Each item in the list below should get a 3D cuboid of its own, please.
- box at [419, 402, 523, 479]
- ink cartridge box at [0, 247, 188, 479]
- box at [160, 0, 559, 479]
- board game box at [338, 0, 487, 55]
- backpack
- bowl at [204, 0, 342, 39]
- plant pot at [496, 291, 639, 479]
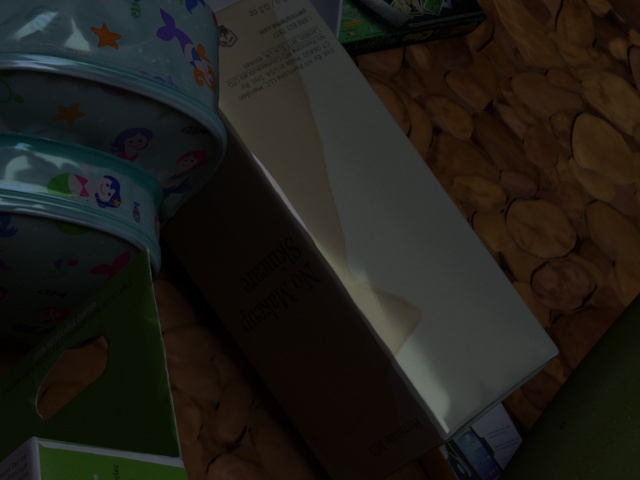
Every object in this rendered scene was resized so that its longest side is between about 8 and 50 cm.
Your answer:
[{"bbox_3d":[0.110,0.153,1.248,0.081,0.028,0.136,-13,66,-42],"label":"box"},{"bbox_3d":[-0.160,0.149,0.920,0.097,0.189,0.255,13,52,-37],"label":"ink cartridge box"},{"bbox_3d":[0.000,0.000,1.152,0.121,0.148,0.311,-31,83,-37],"label":"box"},{"bbox_3d":[0.018,-0.219,1.449,0.260,0.030,0.136,-15,72,-43],"label":"board game box"},{"bbox_3d":[-0.177,-0.058,1.016,0.225,0.253,0.191,15,51,-30],"label":"backpack"},{"bbox_3d":[-0.060,-0.152,1.290,0.142,0.053,0.142,10,91,-30],"label":"bowl"},{"bbox_3d":[0.217,0.205,1.132,0.293,0.275,0.274,-37,84,-23],"label":"plant pot"}]
